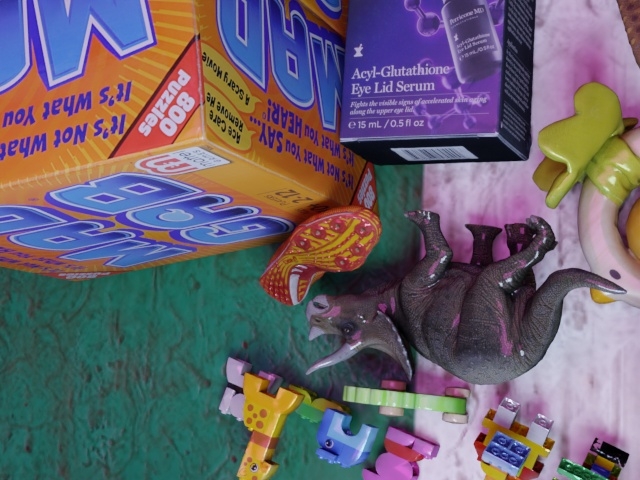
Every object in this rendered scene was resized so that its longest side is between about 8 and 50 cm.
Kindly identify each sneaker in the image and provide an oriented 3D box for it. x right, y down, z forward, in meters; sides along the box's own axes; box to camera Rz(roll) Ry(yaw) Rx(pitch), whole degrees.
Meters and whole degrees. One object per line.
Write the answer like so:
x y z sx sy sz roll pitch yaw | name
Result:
0.000 0.000 1.034 0.175 0.064 0.067 -31 23 54 | sneaker

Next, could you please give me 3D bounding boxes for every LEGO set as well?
-0.020 0.188 1.070 0.227 0.087 0.093 20 89 27 | LEGO set

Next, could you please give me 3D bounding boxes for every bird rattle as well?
0.306 -0.042 0.973 0.254 0.143 0.206 -2 92 11 | bird rattle

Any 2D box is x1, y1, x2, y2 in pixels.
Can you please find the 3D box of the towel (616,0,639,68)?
0.407 -0.292 0.937 0.370 0.040 0.271 -23 44 21 | towel

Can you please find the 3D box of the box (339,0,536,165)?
0.110 -0.179 1.065 0.153 0.108 0.207 -1 81 24 | box

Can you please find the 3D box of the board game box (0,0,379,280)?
-0.189 -0.183 1.060 0.357 0.356 0.356 -11 77 22 | board game box

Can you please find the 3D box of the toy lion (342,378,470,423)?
0.074 0.141 1.031 0.100 0.096 0.034 3 82 24 | toy lion

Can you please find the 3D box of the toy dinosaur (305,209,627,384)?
0.137 0.060 0.992 0.314 0.121 0.160 6 85 43 | toy dinosaur

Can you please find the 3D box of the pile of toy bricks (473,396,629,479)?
0.211 0.235 0.961 0.212 0.118 0.105 26 124 17 | pile of toy bricks
